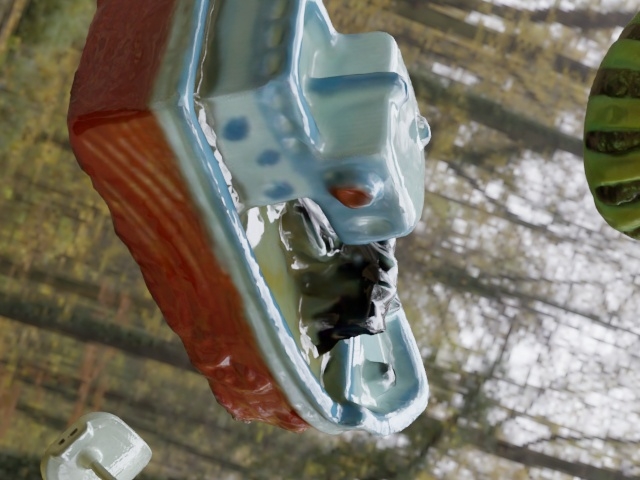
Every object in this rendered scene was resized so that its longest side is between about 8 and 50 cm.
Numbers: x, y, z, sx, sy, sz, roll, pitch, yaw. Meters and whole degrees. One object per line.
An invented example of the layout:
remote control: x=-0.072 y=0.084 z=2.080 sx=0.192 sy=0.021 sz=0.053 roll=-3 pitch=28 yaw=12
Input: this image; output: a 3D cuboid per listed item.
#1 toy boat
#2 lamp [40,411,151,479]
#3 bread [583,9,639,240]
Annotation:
toy boat: x=0.000 y=0.000 z=0.638 sx=0.332 sy=0.133 sz=0.145 roll=67 pitch=22 yaw=-49
lamp: x=-0.047 y=0.135 z=0.512 sx=0.050 sy=0.056 sz=0.198 roll=-44 pitch=-136 yaw=-14
bread: x=0.190 y=-0.064 z=0.630 sx=0.071 sy=0.130 sz=0.139 roll=25 pitch=-108 yaw=47
